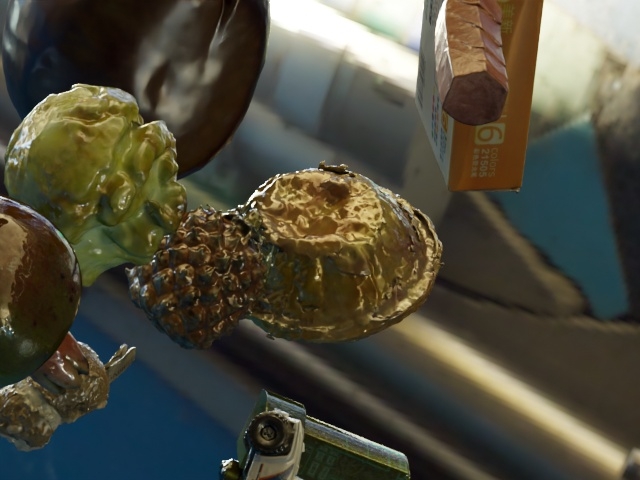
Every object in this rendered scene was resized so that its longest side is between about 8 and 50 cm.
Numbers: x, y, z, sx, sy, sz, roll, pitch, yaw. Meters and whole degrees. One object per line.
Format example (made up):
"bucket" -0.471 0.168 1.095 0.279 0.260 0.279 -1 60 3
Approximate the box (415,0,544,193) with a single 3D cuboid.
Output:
"box" 0.166 -0.217 1.758 0.091 0.274 0.221 -2 -147 -7

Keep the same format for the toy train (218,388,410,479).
"toy train" 0.002 0.272 1.881 0.225 0.137 0.090 22 -167 -12

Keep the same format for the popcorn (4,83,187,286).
"popcorn" -0.242 -0.061 1.733 0.183 0.221 0.204 3 -112 -16

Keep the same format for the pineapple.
"pineapple" -0.143 0.033 2.045 0.166 0.193 0.166 43 173 7

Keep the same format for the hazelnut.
"hazelnut" -0.276 -0.290 2.345 0.402 0.429 0.402 8 -149 -4

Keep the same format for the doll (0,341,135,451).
"doll" -0.342 0.199 2.221 0.221 0.115 0.105 -25 -161 -18

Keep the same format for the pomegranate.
"pomegranate" -0.279 0.062 1.427 0.210 0.180 0.180 53 -172 -30

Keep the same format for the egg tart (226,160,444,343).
"egg tart" 0.000 0.000 2.352 0.352 0.150 0.352 -3 -138 2

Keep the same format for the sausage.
"sausage" 0.136 -0.175 1.494 0.065 0.065 0.169 16 -143 -11

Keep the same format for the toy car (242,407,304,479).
"toy car" -0.050 0.232 1.430 0.070 0.171 0.080 17 166 -2
